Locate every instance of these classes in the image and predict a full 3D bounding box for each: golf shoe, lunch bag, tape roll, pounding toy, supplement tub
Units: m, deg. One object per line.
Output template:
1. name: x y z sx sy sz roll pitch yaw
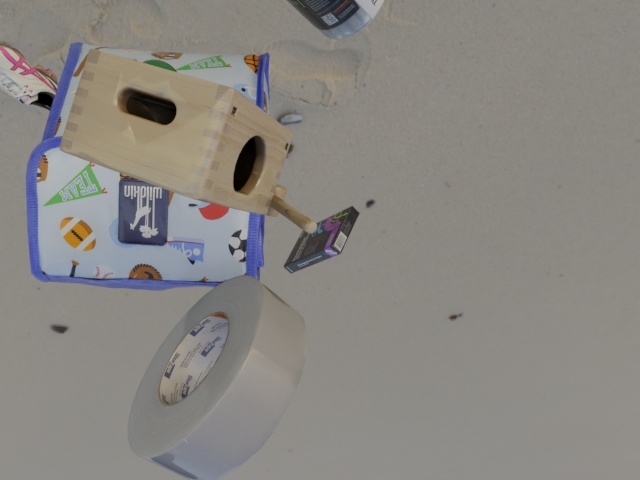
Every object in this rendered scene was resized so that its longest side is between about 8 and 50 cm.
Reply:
1. golf shoe: -0.544 -0.291 0.869 0.067 0.086 0.186 -30 165 14
2. lunch bag: -0.242 -0.110 0.759 0.328 0.385 0.239 2 154 -3
3. tape roll: -0.116 0.148 0.544 0.219 0.219 0.072 -35 120 24
4. pounding toy: -0.074 -0.078 0.434 0.181 0.094 0.206 20 -177 16
5. supplement tub: -0.020 -0.570 0.956 0.193 0.193 0.316 -37 141 26

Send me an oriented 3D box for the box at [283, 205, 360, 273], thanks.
1. box: 0.000 0.000 0.991 0.029 0.116 0.162 43 139 -20
